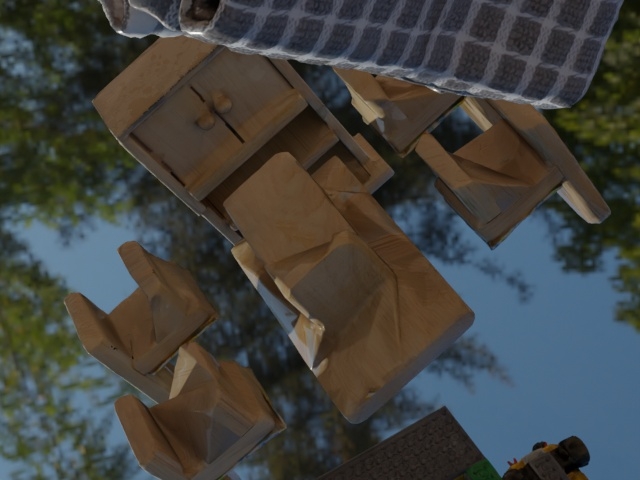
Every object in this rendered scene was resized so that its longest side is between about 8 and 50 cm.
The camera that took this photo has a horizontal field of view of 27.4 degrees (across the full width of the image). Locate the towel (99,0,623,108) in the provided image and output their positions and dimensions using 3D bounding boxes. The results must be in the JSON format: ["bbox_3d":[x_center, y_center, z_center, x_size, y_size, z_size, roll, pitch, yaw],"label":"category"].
[{"bbox_3d":[0.057,-0.187,0.495,0.121,0.284,0.235,37,-156,32],"label":"towel"}]

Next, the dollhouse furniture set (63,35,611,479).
[{"bbox_3d":[0.000,0.000,1.095,0.362,0.256,0.394,-42,-136,4],"label":"dollhouse furniture set"}]

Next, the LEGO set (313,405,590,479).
[{"bbox_3d":[0.012,0.247,0.635,0.331,0.192,0.255,-34,-126,-18],"label":"LEGO set"}]
